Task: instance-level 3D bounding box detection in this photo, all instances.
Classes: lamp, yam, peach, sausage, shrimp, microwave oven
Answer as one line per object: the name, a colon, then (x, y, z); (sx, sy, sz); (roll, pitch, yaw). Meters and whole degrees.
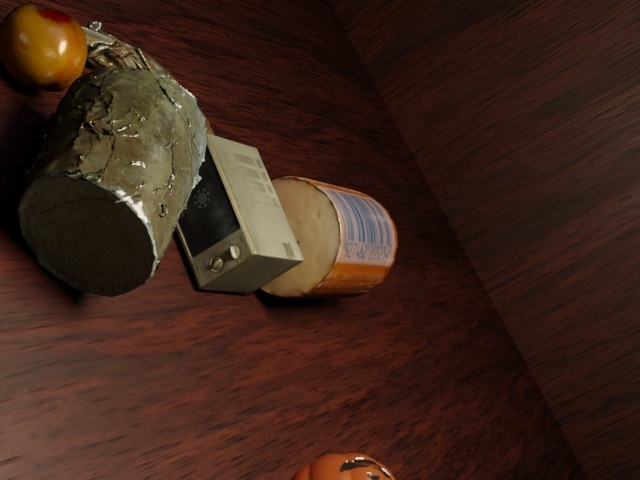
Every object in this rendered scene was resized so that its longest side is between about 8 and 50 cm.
lamp: (0.037, 0.424, 1.475); (0.188, 0.188, 0.164); (42, 23, -37)
yam: (-0.297, -0.095, 1.405); (0.241, 0.241, 0.348); (48, 26, -26)
peach: (-0.429, -0.296, 1.492); (0.138, 0.138, 0.138); (46, 25, -29)
sausage: (0.000, 0.000, 1.891); (0.287, 0.233, 0.233); (3, 58, -64)
shrimp: (-0.314, -0.269, 1.708); (0.360, 0.085, 0.247); (37, 16, -40)
microwave oven: (-0.161, -0.042, 1.709); (0.194, 0.145, 0.240); (14, 49, -62)
